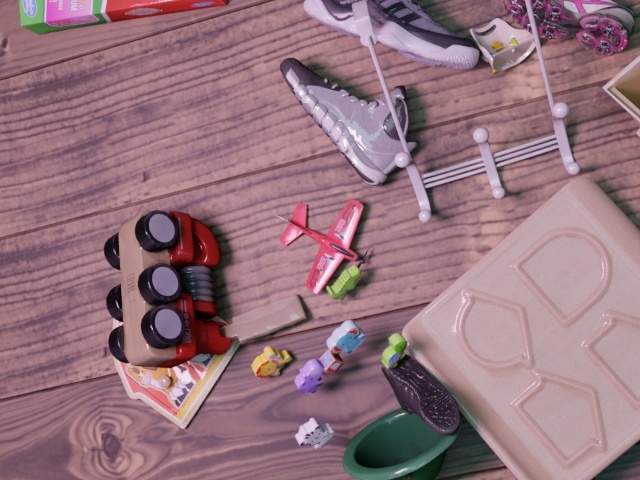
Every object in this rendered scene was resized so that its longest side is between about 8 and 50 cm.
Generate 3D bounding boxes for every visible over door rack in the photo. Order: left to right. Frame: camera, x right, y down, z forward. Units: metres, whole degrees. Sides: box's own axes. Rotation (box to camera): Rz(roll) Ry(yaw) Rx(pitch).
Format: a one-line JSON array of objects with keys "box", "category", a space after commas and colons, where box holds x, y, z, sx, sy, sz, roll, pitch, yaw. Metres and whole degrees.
[{"box": [0.199, -0.195, 1.514, 0.239, 0.108, 0.324, -17, 113, 8], "category": "over door rack"}]

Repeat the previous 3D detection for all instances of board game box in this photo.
[{"box": [-0.311, -0.461, 1.727, 0.316, 0.064, 0.242, -7, 86, 13], "category": "board game box"}]

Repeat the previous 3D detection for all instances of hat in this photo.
[{"box": [0.139, 0.350, 1.582, 0.208, 0.173, 0.184, -7, 114, 48], "category": "hat"}]

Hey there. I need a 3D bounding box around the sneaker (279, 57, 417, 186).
[{"box": [0.054, -0.200, 1.631, 0.132, 0.086, 0.229, -39, 90, 4], "category": "sneaker"}]

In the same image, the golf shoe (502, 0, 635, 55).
[{"box": [0.346, -0.320, 1.573, 0.186, 0.067, 0.086, 23, 49, 9], "category": "golf shoe"}]

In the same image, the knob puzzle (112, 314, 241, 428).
[{"box": [-0.238, 0.160, 1.704, 0.213, 0.030, 0.213, 0, 88, 13], "category": "knob puzzle"}]

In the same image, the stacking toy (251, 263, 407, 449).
[{"box": [0.010, 0.162, 1.583, 0.221, 0.052, 0.167, -49, 47, 15], "category": "stacking toy"}]

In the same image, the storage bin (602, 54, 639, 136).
[{"box": [0.555, -0.183, 1.431, 0.262, 0.123, 0.260, -41, 47, 8], "category": "storage bin"}]

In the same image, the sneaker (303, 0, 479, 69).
[{"box": [0.117, -0.347, 1.603, 0.268, 0.101, 0.153, 23, 96, 15], "category": "sneaker"}]

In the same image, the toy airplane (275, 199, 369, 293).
[{"box": [0.000, 0.000, 1.656, 0.151, 0.028, 0.151, -1, 86, 12], "category": "toy airplane"}]

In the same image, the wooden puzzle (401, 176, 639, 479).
[{"box": [0.339, 0.138, 1.553, 0.348, 0.080, 0.322, -41, 80, 4], "category": "wooden puzzle"}]

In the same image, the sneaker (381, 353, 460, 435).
[{"box": [0.138, 0.216, 1.553, 0.051, 0.089, 0.170, -33, 55, -12], "category": "sneaker"}]

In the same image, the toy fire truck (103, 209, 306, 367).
[{"box": [-0.166, 0.073, 1.642, 0.158, 0.246, 0.217, -27, 62, 44], "category": "toy fire truck"}]

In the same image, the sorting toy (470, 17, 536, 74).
[{"box": [0.252, -0.283, 1.601, 0.083, 0.045, 0.075, -25, 65, -20], "category": "sorting toy"}]
